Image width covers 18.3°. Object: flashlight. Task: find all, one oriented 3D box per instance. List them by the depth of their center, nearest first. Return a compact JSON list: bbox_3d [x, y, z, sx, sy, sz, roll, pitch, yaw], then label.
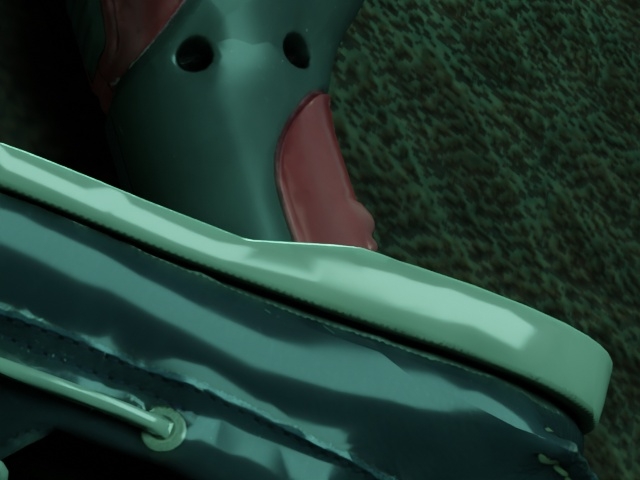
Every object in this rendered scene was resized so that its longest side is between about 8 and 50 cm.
[{"bbox_3d":[0.000,0.000,0.534,0.103,0.103,0.304,23,44,-60],"label":"flashlight"}]

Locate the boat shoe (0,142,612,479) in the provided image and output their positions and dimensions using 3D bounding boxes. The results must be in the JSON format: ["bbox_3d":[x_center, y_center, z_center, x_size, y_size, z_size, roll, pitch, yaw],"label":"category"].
[{"bbox_3d":[-0.065,0.032,0.415,0.254,0.095,0.079,16,70,-13],"label":"boat shoe"}]
